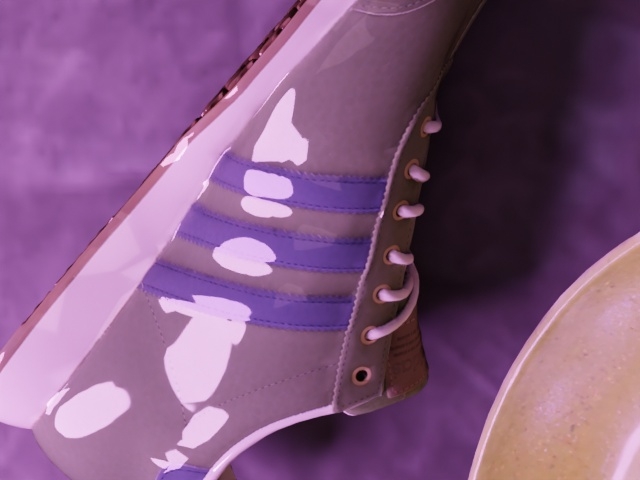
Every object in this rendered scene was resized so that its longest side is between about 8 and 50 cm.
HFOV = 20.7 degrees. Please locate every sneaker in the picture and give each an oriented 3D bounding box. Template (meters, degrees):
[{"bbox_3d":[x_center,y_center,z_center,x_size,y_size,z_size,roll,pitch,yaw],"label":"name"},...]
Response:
[{"bbox_3d":[0.000,0.000,0.433,0.086,0.064,0.192,40,111,-5],"label":"sneaker"}]

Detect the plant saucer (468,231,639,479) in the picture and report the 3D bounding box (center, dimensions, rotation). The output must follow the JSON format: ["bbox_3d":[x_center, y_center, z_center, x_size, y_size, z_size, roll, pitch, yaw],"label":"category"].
[{"bbox_3d":[0.114,0.110,0.376,0.241,0.037,0.241,4,94,57],"label":"plant saucer"}]
